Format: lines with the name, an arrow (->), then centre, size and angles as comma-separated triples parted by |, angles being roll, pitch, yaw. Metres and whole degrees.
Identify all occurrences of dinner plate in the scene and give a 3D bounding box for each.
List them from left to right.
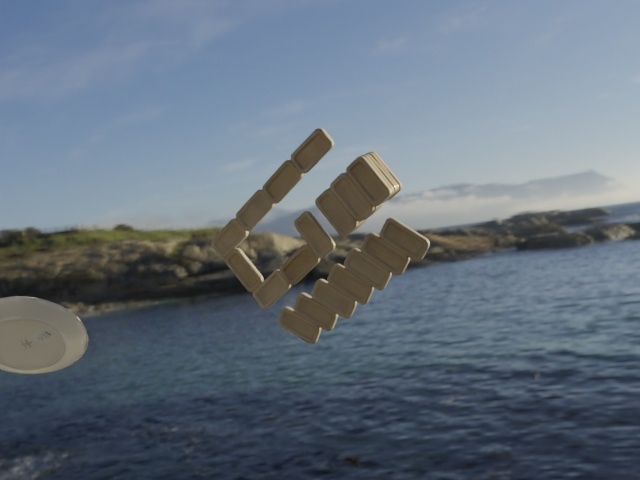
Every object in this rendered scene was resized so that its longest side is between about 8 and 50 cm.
dinner plate -> -0.352, 0.120, 0.939 | 0.141, 0.141, 0.017 | -7, 43, -4

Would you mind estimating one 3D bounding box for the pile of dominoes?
pile of dominoes -> 0.000, 0.000, 0.970 | 0.251, 0.196, 0.040 | -43, -9, 32
